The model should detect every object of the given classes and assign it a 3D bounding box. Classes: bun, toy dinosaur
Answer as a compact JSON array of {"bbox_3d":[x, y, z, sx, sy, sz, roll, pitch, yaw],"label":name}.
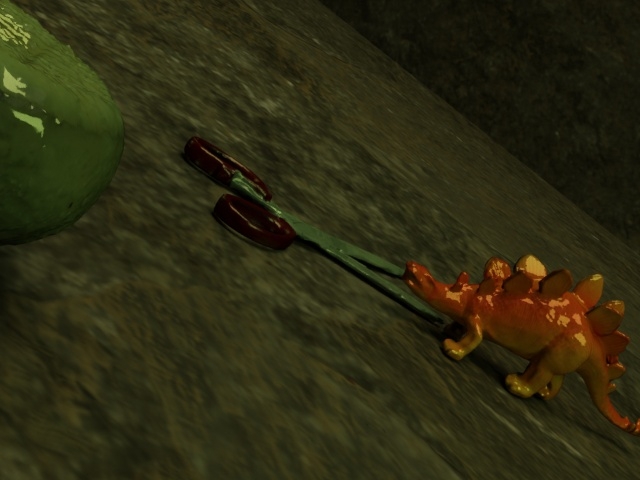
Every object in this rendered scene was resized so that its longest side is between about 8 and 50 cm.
[{"bbox_3d":[-0.195,-0.068,0.648,0.195,0.118,0.195,39,9,-8],"label":"bun"},{"bbox_3d":[0.194,0.075,1.119,0.288,0.117,0.070,29,15,-18],"label":"toy dinosaur"}]

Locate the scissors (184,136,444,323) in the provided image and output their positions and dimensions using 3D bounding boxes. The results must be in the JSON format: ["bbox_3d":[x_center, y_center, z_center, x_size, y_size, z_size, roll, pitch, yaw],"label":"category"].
[{"bbox_3d":[0.000,0.000,1.106,0.247,0.017,0.144,30,16,-32],"label":"scissors"}]
